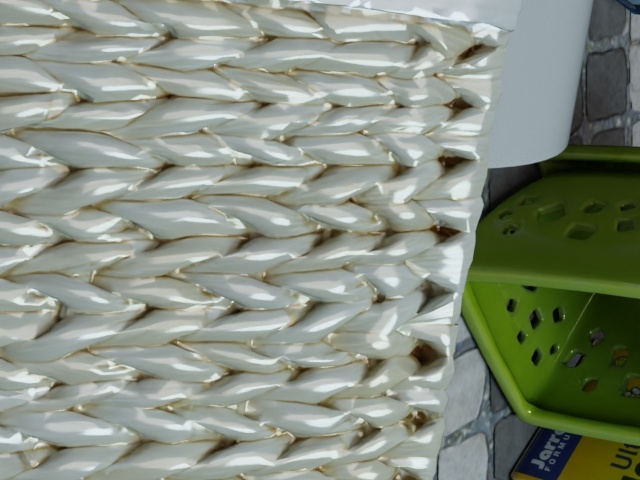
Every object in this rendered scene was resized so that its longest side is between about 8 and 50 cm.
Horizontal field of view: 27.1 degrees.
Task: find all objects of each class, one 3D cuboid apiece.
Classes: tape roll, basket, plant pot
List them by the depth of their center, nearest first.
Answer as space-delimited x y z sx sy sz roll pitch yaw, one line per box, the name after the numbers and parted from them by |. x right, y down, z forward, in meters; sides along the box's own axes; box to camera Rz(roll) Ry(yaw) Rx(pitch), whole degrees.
-0.133 -0.038 0.604 0.331 0.328 0.266 -1 104 -26 | basket
0.057 -0.161 0.880 0.246 0.246 0.169 -15 120 -45 | tape roll
0.282 0.040 1.213 0.207 0.227 0.228 -55 133 -32 | plant pot

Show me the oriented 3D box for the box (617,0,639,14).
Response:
0.315 -0.354 1.290 0.159 0.044 0.233 18 85 -48 | box

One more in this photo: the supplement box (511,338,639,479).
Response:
0.402 0.257 1.284 0.195 0.357 0.194 -52 132 -27 | supplement box
